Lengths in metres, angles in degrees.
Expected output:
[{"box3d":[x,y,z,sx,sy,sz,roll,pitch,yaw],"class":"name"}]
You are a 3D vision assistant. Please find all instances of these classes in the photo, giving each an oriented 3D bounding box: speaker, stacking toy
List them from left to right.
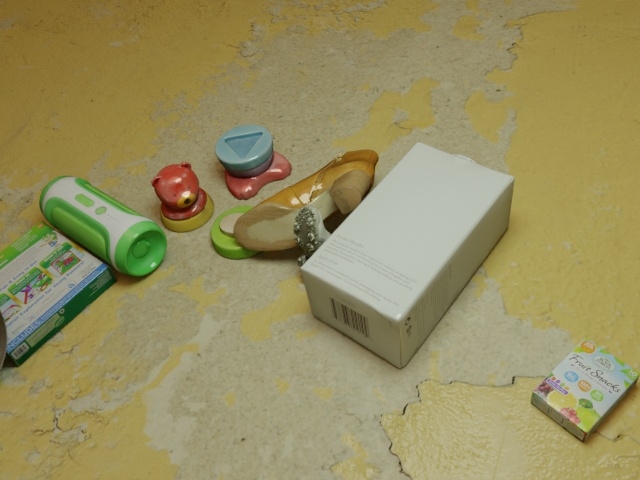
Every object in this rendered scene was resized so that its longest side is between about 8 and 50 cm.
[{"box3d":[-0.459,-0.035,1.403,0.297,0.131,0.131,27,59,30],"class":"speaker"},{"box3d":[-0.182,-0.122,1.426,0.309,0.130,0.279,-40,53,-22],"class":"stacking toy"}]

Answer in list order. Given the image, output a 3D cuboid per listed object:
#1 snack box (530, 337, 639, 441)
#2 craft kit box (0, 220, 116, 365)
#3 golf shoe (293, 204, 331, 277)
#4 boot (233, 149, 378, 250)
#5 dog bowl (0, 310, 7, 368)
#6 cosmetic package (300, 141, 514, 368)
[{"box3d":[0.417,0.233,1.056,0.141,0.037,0.100,-37,53,-21],"class":"snack box"},{"box3d":[-0.591,0.098,1.363,0.247,0.061,0.250,29,60,28],"class":"craft kit box"},{"box3d":[0.000,0.000,1.256,0.086,0.176,0.069,-27,45,-28],"class":"golf shoe"},{"box3d":[-0.021,-0.086,1.358,0.295,0.104,0.211,-20,20,21],"class":"boot"},{"box3d":[-0.734,0.176,1.141,0.349,0.348,0.102,-35,39,-19],"class":"dog bowl"},{"box3d":[0.168,0.010,1.227,0.217,0.156,0.385,28,58,30],"class":"cosmetic package"}]
